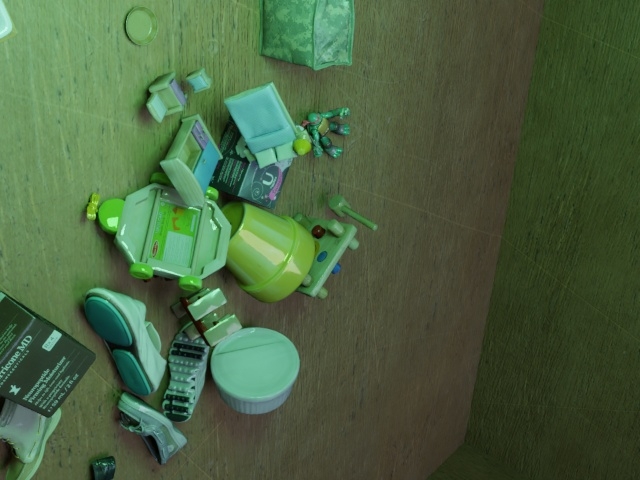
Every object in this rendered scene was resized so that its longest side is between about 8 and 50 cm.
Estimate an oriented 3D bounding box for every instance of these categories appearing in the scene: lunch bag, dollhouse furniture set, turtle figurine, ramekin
[{"bbox_3d":[-0.036,-0.608,1.656,0.169,0.235,0.287,-21,125,-38],"label":"lunch bag"},{"bbox_3d":[-0.348,0.167,1.674,0.135,0.262,0.259,-32,97,-22],"label":"dollhouse furniture set"},{"bbox_3d":[0.017,-0.342,1.966,0.175,0.118,0.234,-53,160,4],"label":"turtle figurine"},{"bbox_3d":[-0.200,0.405,1.964,0.273,0.273,0.127,-34,145,-37],"label":"ramekin"},{"bbox_3d":[-0.207,-0.257,1.488,0.198,0.303,0.286,-82,153,-48],"label":"dollhouse furniture set"}]

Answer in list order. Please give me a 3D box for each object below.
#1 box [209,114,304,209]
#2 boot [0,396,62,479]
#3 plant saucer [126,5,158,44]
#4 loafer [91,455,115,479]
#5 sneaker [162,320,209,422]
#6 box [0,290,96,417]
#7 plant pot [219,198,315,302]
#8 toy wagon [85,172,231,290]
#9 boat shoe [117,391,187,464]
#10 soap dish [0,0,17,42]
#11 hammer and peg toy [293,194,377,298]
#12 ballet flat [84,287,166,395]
[{"bbox_3d":[-0.176,-0.230,1.753,0.163,0.142,0.247,19,93,-54],"label":"box"},{"bbox_3d":[-0.708,0.456,1.468,0.165,0.077,0.213,38,72,-53],"label":"boot"},{"bbox_3d":[-0.403,-0.482,1.441,0.083,0.015,0.083,-27,128,-41],"label":"plant saucer"},{"bbox_3d":[-0.606,0.667,1.753,0.061,0.062,0.170,7,100,-30],"label":"loafer"},{"bbox_3d":[-0.378,0.371,1.860,0.118,0.110,0.292,9,95,-79],"label":"sneaker"},{"bbox_3d":[-0.640,0.247,1.388,0.168,0.167,0.203,-56,142,-16],"label":"box"},{"bbox_3d":[-0.184,0.015,1.805,0.239,0.254,0.254,37,78,-37],"label":"plant pot"},{"bbox_3d":[-0.390,-0.031,1.553,0.344,0.068,0.267,16,63,-21],"label":"toy wagon"},{"bbox_3d":[-0.477,0.527,1.789,0.103,0.118,0.320,-52,149,-24],"label":"boat shoe"},{"bbox_3d":[-0.669,-0.431,1.041,0.229,0.118,0.290,-41,137,-31],"label":"soap dish"},{"bbox_3d":[0.000,0.000,2.000,0.127,0.266,0.361,43,73,-33],"label":"hammer and peg toy"},{"bbox_3d":[-0.485,0.232,1.635,0.139,0.139,0.400,-41,141,-32],"label":"ballet flat"}]
